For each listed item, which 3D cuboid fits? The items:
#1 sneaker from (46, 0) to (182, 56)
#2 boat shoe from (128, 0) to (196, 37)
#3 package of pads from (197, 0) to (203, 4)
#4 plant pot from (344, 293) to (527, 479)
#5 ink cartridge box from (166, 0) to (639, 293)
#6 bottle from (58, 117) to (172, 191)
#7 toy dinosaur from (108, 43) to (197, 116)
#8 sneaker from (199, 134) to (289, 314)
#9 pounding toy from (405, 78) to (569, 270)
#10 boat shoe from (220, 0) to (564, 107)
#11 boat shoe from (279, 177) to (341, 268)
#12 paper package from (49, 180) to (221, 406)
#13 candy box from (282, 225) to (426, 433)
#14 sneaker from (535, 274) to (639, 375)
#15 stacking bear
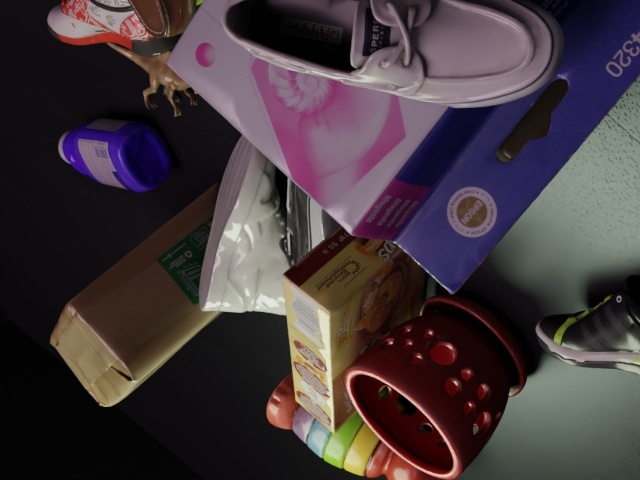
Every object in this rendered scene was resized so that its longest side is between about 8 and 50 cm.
[{"bbox_3d":[-0.307,-0.345,1.388,0.270,0.090,0.145,20,141,40],"label":"sneaker"},{"bbox_3d":[-0.234,-0.343,1.007,0.123,0.116,0.324,12,135,53],"label":"boat shoe"},{"bbox_3d":[-0.107,-0.381,1.002,0.229,0.101,0.296,54,155,-10],"label":"package of pads"},{"bbox_3d":[0.155,0.180,1.282,0.191,0.174,0.191,37,151,24],"label":"plant pot"},{"bbox_3d":[0.075,-0.174,0.822,0.330,0.071,0.324,42,112,15],"label":"ink cartridge box"},{"bbox_3d":[-0.366,-0.153,1.742,0.283,0.092,0.118,12,136,52],"label":"bottle"},{"bbox_3d":[-0.233,-0.241,1.477,0.183,0.053,0.092,26,132,26],"label":"toy dinosaur"},{"bbox_3d":[-0.066,-0.019,1.457,0.108,0.169,0.292,-109,31,-55],"label":"sneaker"},{"bbox_3d":[0.135,-0.065,0.935,0.094,0.206,0.181,42,154,14],"label":"pounding toy"},{"bbox_3d":[0.048,-0.149,0.754,0.258,0.084,0.095,6,101,22],"label":"boat shoe"},{"bbox_3d":[-0.003,0.002,1.362,0.105,0.113,0.306,39,151,33],"label":"boat shoe"},{"bbox_3d":[-0.260,0.097,1.650,0.168,0.325,0.309,50,155,-1],"label":"paper package"},{"bbox_3d":[0.049,0.104,1.333,0.087,0.183,0.316,38,153,26],"label":"candy box"},{"bbox_3d":[0.318,0.079,1.026,0.235,0.084,0.097,5,107,54],"label":"sneaker"},{"bbox_3d":[0.079,0.307,1.616,0.289,0.175,0.164,31,148,18],"label":"stacking bear"}]
